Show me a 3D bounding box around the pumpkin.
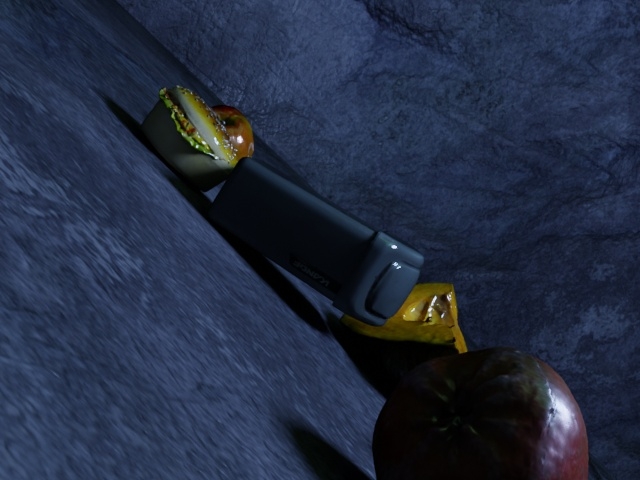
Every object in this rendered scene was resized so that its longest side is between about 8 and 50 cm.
[{"bbox_3d":[0.104,0.146,1.671,0.254,0.149,0.130,-82,164,-73],"label":"pumpkin"}]

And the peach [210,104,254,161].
[{"bbox_3d":[-0.132,-0.126,1.851,0.101,0.101,0.101,45,4,-5],"label":"peach"}]

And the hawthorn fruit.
[{"bbox_3d":[0.123,0.169,1.081,0.173,0.173,0.173,45,4,-5],"label":"hawthorn fruit"}]

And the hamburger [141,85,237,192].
[{"bbox_3d":[-0.153,-0.124,1.679,0.141,0.081,0.126,43,5,-42],"label":"hamburger"}]

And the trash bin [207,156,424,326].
[{"bbox_3d":[0.000,0.000,1.610,0.236,0.101,0.177,32,6,5],"label":"trash bin"}]
